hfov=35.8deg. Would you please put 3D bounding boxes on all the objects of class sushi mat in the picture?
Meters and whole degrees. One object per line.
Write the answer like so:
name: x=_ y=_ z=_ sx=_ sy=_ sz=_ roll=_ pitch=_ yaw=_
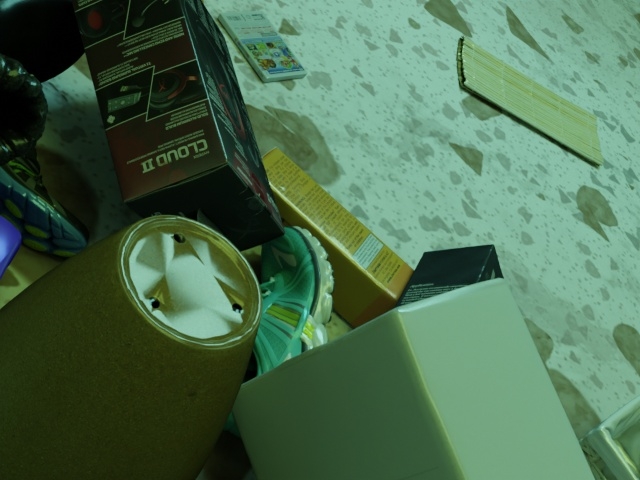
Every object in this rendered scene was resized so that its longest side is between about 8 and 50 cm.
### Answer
sushi mat: x=0.371 y=-0.247 z=1.749 sx=0.317 sy=0.019 sz=0.151 roll=26 pitch=42 yaw=-20

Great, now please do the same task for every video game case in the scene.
video game case: x=-0.081 y=-0.274 z=1.395 sx=0.087 sy=0.011 sz=0.122 roll=-17 pitch=67 yaw=-48

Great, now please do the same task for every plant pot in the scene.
plant pot: x=-0.158 y=0.099 z=0.792 sx=0.237 sy=0.254 sz=0.237 roll=24 pitch=41 yaw=-23

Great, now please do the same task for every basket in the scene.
basket: x=0.373 y=0.269 z=1.206 sx=0.167 sy=0.103 sz=0.113 roll=-15 pitch=65 yaw=-47

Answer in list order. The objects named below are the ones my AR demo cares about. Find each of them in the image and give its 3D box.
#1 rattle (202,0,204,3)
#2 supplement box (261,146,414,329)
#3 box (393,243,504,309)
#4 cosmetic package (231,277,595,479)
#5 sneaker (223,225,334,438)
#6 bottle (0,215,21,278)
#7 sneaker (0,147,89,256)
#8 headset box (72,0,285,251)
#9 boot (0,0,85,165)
rattle: x=-0.264 y=-0.344 z=1.290 sx=0.130 sy=0.142 sz=0.200 roll=25 pitch=46 yaw=31
supplement box: x=0.000 y=0.000 z=1.158 sx=0.233 sy=0.078 sz=0.080 roll=42 pitch=39 yaw=-3
box: x=0.158 y=0.112 z=1.124 sx=0.158 sy=0.093 sz=0.156 roll=-54 pitch=130 yaw=-51
cosmetic package: x=0.118 y=0.286 z=0.810 sx=0.162 sy=0.230 sz=0.453 roll=-11 pitch=75 yaw=-46
sneaker: x=-0.050 y=0.087 z=1.022 sx=0.110 sy=0.107 sz=0.275 roll=17 pitch=45 yaw=-17
bottle: x=-0.401 y=-0.025 z=0.828 sx=0.283 sy=0.092 sz=0.118 roll=29 pitch=41 yaw=-16
sneaker: x=-0.294 y=-0.060 z=0.971 sx=0.188 sy=0.067 sz=0.078 roll=42 pitch=45 yaw=4
headset box: x=-0.140 y=-0.121 z=1.015 sx=0.218 sy=0.110 sz=0.293 roll=54 pitch=17 yaw=-70
boot: x=-0.307 y=-0.166 z=0.910 sx=0.348 sy=0.131 sz=0.260 roll=-24 pitch=32 yaw=-38
